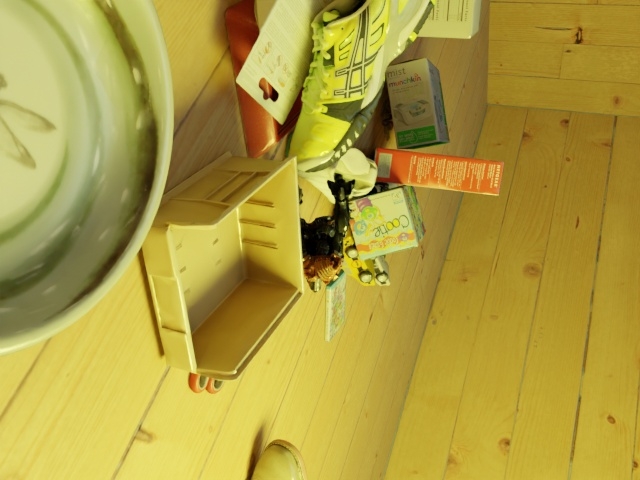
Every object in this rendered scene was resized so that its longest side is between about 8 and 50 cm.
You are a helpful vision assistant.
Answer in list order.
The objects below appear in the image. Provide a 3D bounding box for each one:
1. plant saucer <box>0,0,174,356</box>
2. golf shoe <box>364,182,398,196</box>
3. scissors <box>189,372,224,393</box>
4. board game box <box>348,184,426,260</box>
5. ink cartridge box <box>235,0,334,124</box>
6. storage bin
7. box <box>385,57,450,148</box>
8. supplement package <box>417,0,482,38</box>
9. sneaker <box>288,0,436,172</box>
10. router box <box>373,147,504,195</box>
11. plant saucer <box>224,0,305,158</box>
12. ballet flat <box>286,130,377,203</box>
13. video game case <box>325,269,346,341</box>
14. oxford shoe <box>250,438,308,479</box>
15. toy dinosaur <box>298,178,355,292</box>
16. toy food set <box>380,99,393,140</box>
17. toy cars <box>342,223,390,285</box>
[{"bbox_3d":[-0.281,-0.104,0.496,0.400,0.100,0.400,10,90,-69],"label":"plant saucer"},{"bbox_3d":[0.175,-0.140,1.698,0.094,0.077,0.198,75,31,-48],"label":"golf shoe"},{"bbox_3d":[-0.154,0.134,1.049,0.109,0.021,0.297,60,46,-57],"label":"scissors"},{"bbox_3d":[0.170,-0.055,1.473,0.275,0.144,0.142,-31,105,-74],"label":"board game box"},{"bbox_3d":[-0.058,-0.328,0.938,0.232,0.066,0.189,-58,159,1],"label":"ink cartridge box"},{"bbox_3d":[-0.138,0.031,0.900,0.260,0.123,0.262,-51,145,-52],"label":"storage bin"},{"bbox_3d":[0.283,-0.387,1.707,0.262,0.126,0.231,-21,103,-70],"label":"box"},{"bbox_3d":[0.284,-0.605,1.523,0.139,0.244,0.134,-47,142,-54],"label":"supplement package"},{"bbox_3d":[0.031,-0.297,0.974,0.147,0.145,0.385,19,105,-36],"label":"sneaker"},{"bbox_3d":[0.287,-0.186,1.535,0.335,0.301,0.082,-64,161,-80],"label":"router box"},{"bbox_3d":[-0.065,-0.308,1.036,0.259,0.047,0.258,-55,148,-47],"label":"plant saucer"},{"bbox_3d":[0.055,-0.154,1.304,0.400,0.139,0.139,16,85,-69],"label":"ballet flat"},{"bbox_3d":[0.042,0.173,1.584,0.119,0.015,0.166,-42,137,-58],"label":"video game case"},{"bbox_3d":[-0.122,0.616,1.207,0.146,0.140,0.397,12,86,-62],"label":"oxford shoe"},{"bbox_3d":[0.000,0.000,1.101,0.164,0.322,0.218,-9,104,-31],"label":"toy dinosaur"},{"bbox_3d":[0.205,-0.359,1.750,0.122,0.019,0.078,56,48,-61],"label":"toy food set"},{"bbox_3d":[0.103,0.044,1.579,0.393,0.087,0.176,14,61,-72],"label":"toy cars"}]
